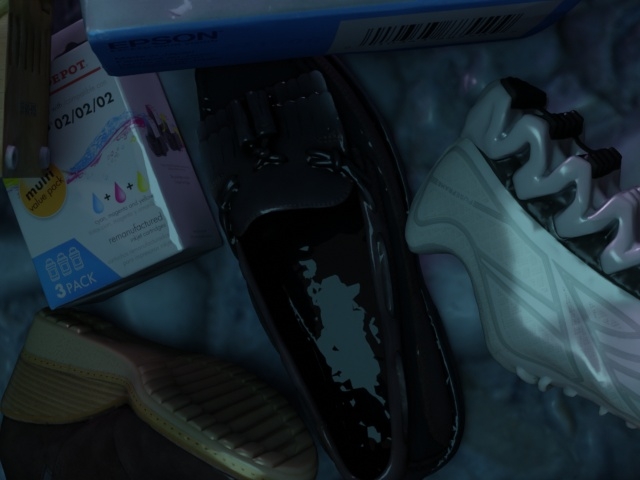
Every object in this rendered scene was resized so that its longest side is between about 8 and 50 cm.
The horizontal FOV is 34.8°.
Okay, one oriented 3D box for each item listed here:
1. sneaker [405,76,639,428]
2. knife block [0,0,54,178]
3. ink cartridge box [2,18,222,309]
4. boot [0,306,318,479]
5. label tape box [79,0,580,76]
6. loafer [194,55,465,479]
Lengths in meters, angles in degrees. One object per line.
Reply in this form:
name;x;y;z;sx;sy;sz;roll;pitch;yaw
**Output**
sneaker;0.162;0.049;0.538;0.118;0.110;0.292;-48;69;23
knife block;-0.282;-0.107;0.584;0.242;0.088;0.275;4;94;0
ink cartridge box;-0.149;-0.059;0.656;0.104;0.061;0.181;-24;84;18
boot;-0.112;0.169;0.626;0.248;0.090;0.206;19;104;38
label tape box;-0.013;-0.274;0.531;0.249;0.115;0.347;-7;92;-5
loafer;0.000;0.000;0.589;0.109;0.095;0.302;-24;85;19
